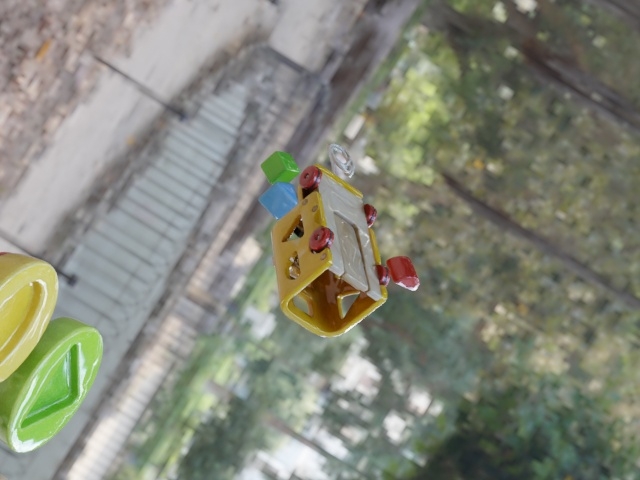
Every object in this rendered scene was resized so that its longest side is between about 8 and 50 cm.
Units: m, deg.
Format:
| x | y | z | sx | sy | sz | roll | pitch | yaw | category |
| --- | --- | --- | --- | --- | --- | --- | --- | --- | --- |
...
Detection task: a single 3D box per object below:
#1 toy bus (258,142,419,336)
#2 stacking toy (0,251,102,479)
| x | y | z | sx | sy | sz | roll | pitch | yaw | category |
| --- | --- | --- | --- | --- | --- | --- | --- | --- | --- |
| -0.002 | 0.005 | 1.562 | 0.104 | 0.191 | 0.202 | -39 | 170 | 24 | toy bus |
| -0.335 | 0.139 | 1.260 | 0.309 | 0.130 | 0.279 | -58 | 163 | -6 | stacking toy |
